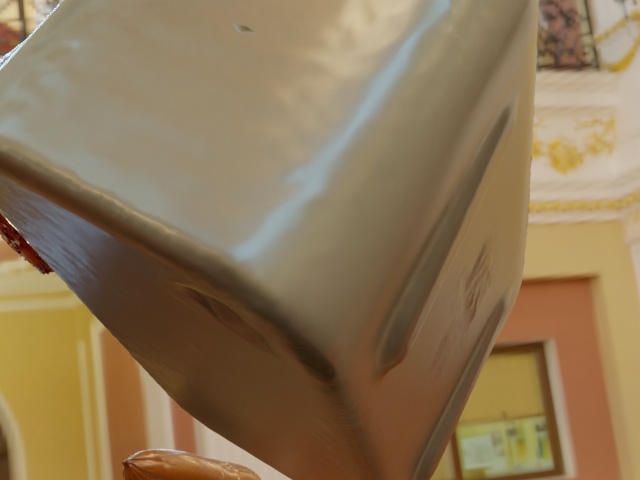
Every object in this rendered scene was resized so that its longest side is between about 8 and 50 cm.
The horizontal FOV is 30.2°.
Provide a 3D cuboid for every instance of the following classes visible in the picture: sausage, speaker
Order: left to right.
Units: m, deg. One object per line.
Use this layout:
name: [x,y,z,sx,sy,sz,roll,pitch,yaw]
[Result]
sausage: [-0.109,0.222,1.073,0.062,0.054,0.183,-41,-34,11]
speaker: [0.000,0.000,0.595,0.183,0.184,0.406,27,-17,18]

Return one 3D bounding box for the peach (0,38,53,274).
peach: [-0.149,-0.044,0.684,0.092,0.172,0.127,-17,-45,12]
